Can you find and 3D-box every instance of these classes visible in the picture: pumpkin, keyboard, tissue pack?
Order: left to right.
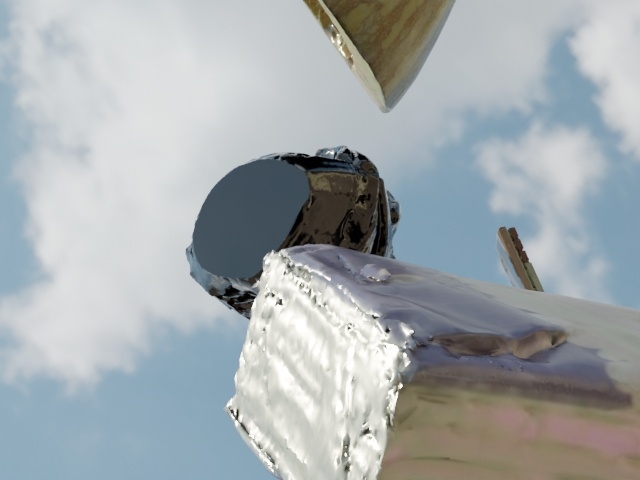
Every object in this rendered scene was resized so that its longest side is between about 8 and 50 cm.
[{"bbox_3d":[0.023,-0.203,1.337,0.110,0.217,0.217,-33,-53,7],"label":"pumpkin"},{"bbox_3d":[0.159,0.069,1.255,0.017,0.166,0.055,-23,-15,-2],"label":"keyboard"},{"bbox_3d":[0.148,0.101,0.936,0.344,0.242,0.125,12,-84,-18],"label":"tissue pack"}]

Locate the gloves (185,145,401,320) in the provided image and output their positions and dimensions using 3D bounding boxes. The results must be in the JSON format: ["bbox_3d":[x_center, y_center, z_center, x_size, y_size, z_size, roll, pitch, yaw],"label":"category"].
[{"bbox_3d":[0.000,0.000,1.268,0.164,0.124,0.203,-37,-29,29],"label":"gloves"}]
